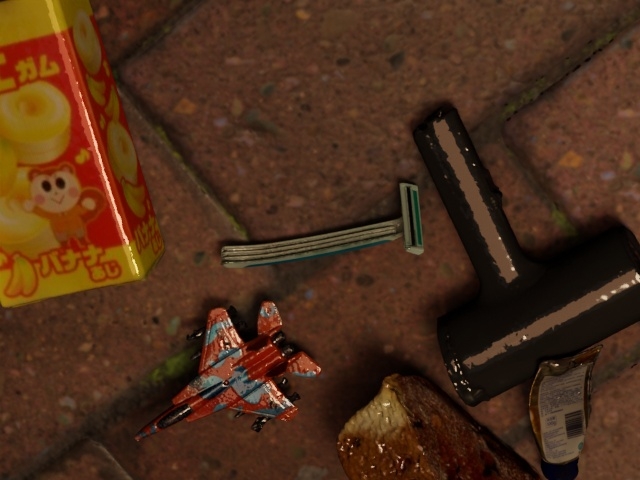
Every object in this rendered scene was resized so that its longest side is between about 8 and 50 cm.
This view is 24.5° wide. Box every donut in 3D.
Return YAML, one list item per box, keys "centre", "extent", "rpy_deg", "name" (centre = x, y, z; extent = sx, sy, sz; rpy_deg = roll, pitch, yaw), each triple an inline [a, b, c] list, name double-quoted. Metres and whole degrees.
- centre: [0.128, 0.249, 1.350]
  extent: [0.112, 0.151, 0.295]
  rpy_deg: [-30, 89, 31]
  name: "donut"

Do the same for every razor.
- centre: [0.002, 0.002, 1.335]
  extent: [0.191, 0.037, 0.068]
  rpy_deg: [-13, 62, 17]
  name: "razor"

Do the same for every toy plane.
- centre: [-0.098, 0.136, 1.384]
  extent: [0.189, 0.061, 0.130]
  rpy_deg: [-31, 102, 22]
  name: "toy plane"

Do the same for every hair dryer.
- centre: [0.159, -0.003, 1.289]
  extent: [0.197, 0.089, 0.251]
  rpy_deg: [-28, 95, 17]
  name: "hair dryer"

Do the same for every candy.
- centre: [-0.249, -0.088, 1.318]
  extent: [0.146, 0.088, 0.276]
  rpy_deg: [-13, 106, 14]
  name: "candy"

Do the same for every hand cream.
- centre: [0.218, 0.154, 1.321]
  extent: [0.062, 0.039, 0.163]
  rpy_deg: [-12, 131, -10]
  name: "hand cream"
